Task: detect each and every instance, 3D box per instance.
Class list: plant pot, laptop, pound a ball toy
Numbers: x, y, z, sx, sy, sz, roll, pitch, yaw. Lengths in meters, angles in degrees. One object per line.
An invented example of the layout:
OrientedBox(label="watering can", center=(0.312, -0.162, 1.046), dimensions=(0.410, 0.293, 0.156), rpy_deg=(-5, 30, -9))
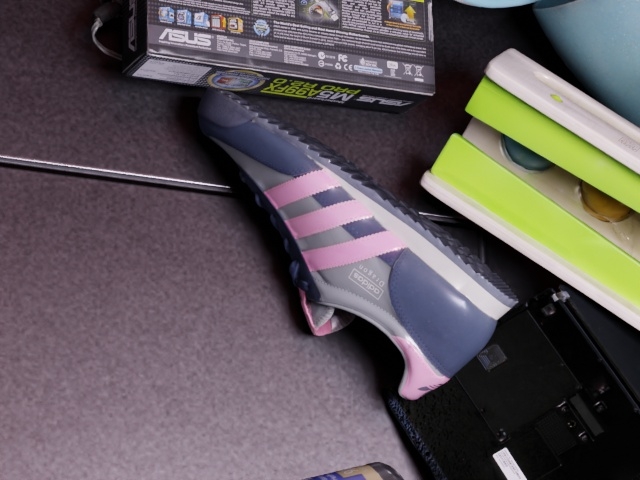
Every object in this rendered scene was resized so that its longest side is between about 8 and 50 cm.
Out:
OrientedBox(label="plant pot", center=(0.358, -0.177, 1.742), dimensions=(0.290, 0.290, 0.195), rpy_deg=(-31, 100, -29))
OrientedBox(label="laptop", center=(0.227, 0.167, 1.619), dimensions=(0.264, 0.136, 0.234), rpy_deg=(-31, 58, -4))
OrientedBox(label="pound a ball toy", center=(0.276, -0.056, 1.652), dimensions=(0.319, 0.208, 0.136), rpy_deg=(33, 21, 9))

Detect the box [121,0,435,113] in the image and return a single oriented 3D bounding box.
OrientedBox(label="box", center=(-0.034, -0.232, 1.697), dimensions=(0.270, 0.060, 0.216), rpy_deg=(5, 73, -25))

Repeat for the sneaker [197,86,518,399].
OrientedBox(label="sneaker", center=(0.000, 0.000, 1.610), dimensions=(0.319, 0.112, 0.131), rpy_deg=(38, 99, 21))

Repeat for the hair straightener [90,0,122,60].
OrientedBox(label="hair straightener", center=(-0.102, -0.211, 1.708), dimensions=(0.230, 0.047, 0.089), rpy_deg=(-31, 78, -35))

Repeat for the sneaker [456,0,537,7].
OrientedBox(label="sneaker", center=(0.175, -0.321, 1.804), dimensions=(0.319, 0.127, 0.208), rpy_deg=(-32, 35, -25))

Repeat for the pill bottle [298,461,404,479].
OrientedBox(label="pill bottle", center=(-0.039, 0.244, 1.454), dimensions=(0.219, 0.123, 0.122), rpy_deg=(-11, 68, -18))
